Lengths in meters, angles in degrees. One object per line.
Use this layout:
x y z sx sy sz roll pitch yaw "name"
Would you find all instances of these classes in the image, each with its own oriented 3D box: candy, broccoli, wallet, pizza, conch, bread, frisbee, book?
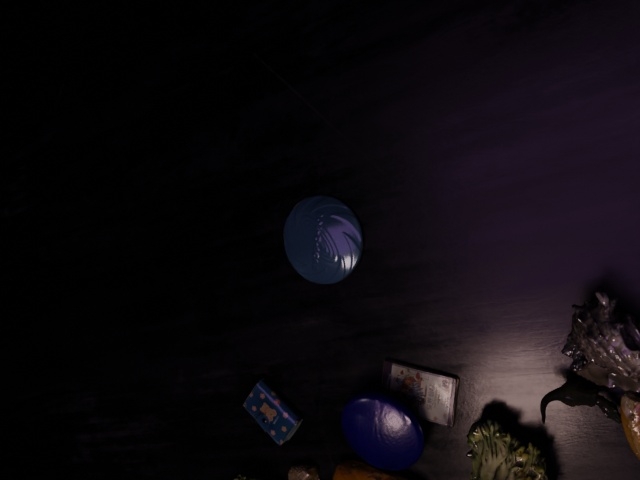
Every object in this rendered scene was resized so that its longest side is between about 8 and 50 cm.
-0.053 0.805 1.860 0.110 0.085 0.095 -13 81 41 "candy"
0.476 0.638 1.441 0.288 0.245 0.248 35 118 20 "broccoli"
-0.166 0.595 1.904 0.202 0.059 0.141 41 115 19 "wallet"
0.861 0.471 1.294 0.335 0.086 0.226 46 104 6 "pizza"
0.690 0.246 1.277 0.186 0.313 0.240 -32 37 -5 "conch"
0.160 0.872 1.704 0.328 0.148 0.337 13 102 27 "bread"
-0.003 0.000 1.746 0.290 0.049 0.289 4 98 29 "frisbee"
0.290 0.457 1.651 0.231 0.026 0.157 9 100 28 "book"

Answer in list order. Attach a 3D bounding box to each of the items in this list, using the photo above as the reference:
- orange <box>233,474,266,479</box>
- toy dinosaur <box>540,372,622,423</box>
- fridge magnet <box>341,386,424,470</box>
-0.226 0.970 1.892 0.300 0.223 0.301 38 112 14 "orange"
0.645 0.398 1.357 0.187 0.179 0.087 8 101 26 "toy dinosaur"
0.186 0.568 1.659 0.266 0.113 0.265 12 114 27 "fridge magnet"
